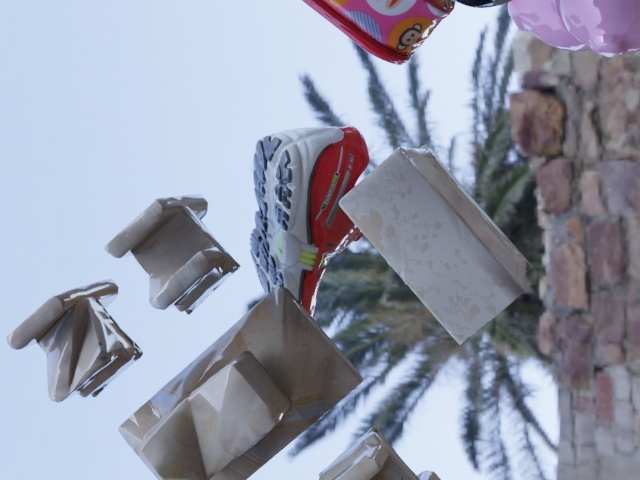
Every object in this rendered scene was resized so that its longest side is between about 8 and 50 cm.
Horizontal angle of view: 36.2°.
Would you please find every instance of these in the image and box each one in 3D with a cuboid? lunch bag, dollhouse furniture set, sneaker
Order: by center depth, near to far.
[{"bbox_3d":[-0.006,0.097,0.940,0.362,0.394,0.256,49,-167,5],"label":"dollhouse furniture set"},{"bbox_3d":[0.000,0.000,0.985,0.118,0.107,0.279,-14,-38,-19],"label":"sneaker"},{"bbox_3d":[0.043,-0.367,1.237,0.258,0.120,0.293,35,-150,-13],"label":"lunch bag"}]

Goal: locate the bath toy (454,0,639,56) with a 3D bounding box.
[{"bbox_3d":[0.156,-0.164,0.626,0.348,0.129,0.151,20,-135,-17],"label":"bath toy"}]
